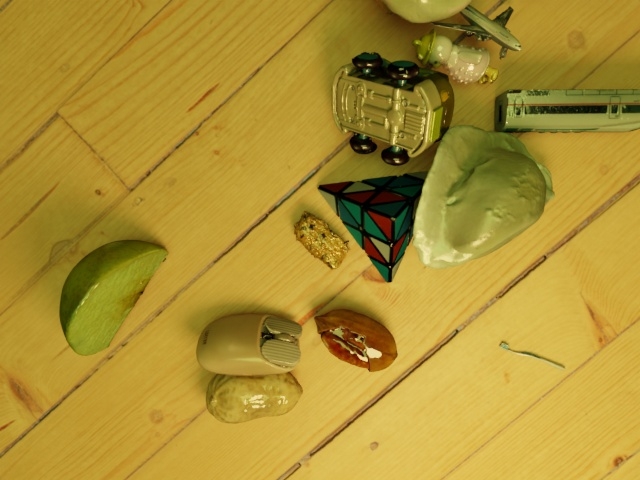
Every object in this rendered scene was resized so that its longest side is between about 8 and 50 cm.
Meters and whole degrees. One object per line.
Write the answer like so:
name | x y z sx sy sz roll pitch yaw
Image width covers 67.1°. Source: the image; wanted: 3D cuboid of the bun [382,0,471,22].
bun | 0.177 -0.545 0.925 0.284 0.179 0.283 2 85 -26

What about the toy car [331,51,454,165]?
toy car | 0.167 -0.290 1.002 0.248 0.198 0.204 27 135 33

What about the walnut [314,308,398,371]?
walnut | 0.078 0.221 1.088 0.207 0.116 0.115 29 95 -1

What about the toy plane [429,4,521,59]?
toy plane | 0.335 -0.449 0.997 0.226 0.058 0.226 -19 65 -21

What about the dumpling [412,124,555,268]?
dumpling | 0.349 -0.086 0.983 0.212 0.321 0.269 17 118 27

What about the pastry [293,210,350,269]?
pastry | 0.000 0.000 1.096 0.140 0.056 0.080 35 84 1

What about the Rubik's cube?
Rubik's cube | 0.083 -0.073 1.041 0.234 0.250 0.284 26 101 19

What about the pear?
pear | -0.487 0.111 1.030 0.139 0.239 0.288 34 94 -2

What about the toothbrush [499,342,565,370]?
toothbrush | 0.495 0.273 1.127 0.162 0.014 0.017 22 114 -1

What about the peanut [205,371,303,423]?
peanut | -0.153 0.345 1.097 0.225 0.129 0.129 -10 95 0

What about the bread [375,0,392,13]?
bread | 0.126 -0.636 0.983 0.168 0.163 0.264 -41 93 4

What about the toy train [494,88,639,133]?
toy train | 0.591 -0.277 1.037 0.408 0.086 0.088 0 94 2

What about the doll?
doll | 0.282 -0.383 1.014 0.207 0.129 0.081 13 100 -21

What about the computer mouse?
computer mouse | -0.159 0.231 1.080 0.237 0.145 0.081 1 131 3
